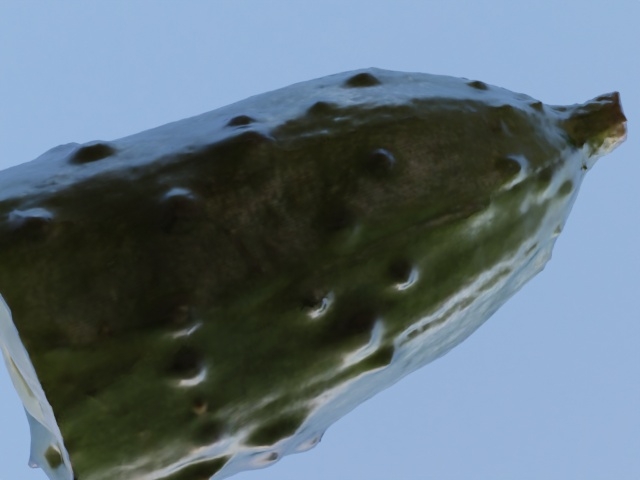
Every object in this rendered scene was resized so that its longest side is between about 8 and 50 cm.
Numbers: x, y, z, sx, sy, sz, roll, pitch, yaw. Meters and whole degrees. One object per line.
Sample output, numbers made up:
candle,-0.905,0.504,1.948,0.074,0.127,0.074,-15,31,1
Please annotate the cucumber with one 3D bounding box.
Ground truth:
cucumber,-0.001,0.000,0.503,0.244,0.134,0.134,-21,-96,-11
